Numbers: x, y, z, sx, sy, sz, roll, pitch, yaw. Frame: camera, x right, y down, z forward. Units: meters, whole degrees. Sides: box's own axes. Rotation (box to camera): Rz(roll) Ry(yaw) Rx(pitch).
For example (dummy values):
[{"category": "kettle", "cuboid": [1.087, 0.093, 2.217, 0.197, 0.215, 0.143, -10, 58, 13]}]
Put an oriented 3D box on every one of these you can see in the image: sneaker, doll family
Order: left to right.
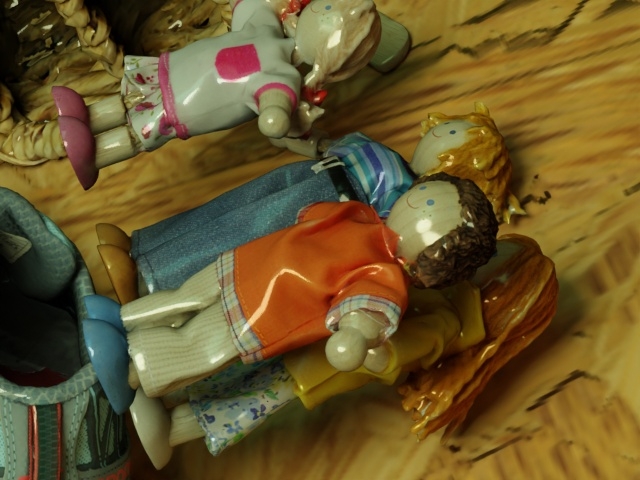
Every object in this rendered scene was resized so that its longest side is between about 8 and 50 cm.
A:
[{"category": "sneaker", "cuboid": [-0.122, 0.024, 0.682, 0.104, 0.125, 0.262, -5, 34, -23]}, {"category": "doll family", "cuboid": [0.000, 0.000, 0.660, 0.163, 0.118, 0.263, -20, 33, -1]}]

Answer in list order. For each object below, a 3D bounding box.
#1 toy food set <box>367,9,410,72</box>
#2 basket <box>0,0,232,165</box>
[{"category": "toy food set", "cuboid": [0.054, -0.174, 0.820, 0.192, 0.038, 0.132, -46, 44, -9]}, {"category": "basket", "cuboid": [-0.191, -0.156, 0.775, 0.213, 0.299, 0.223, -36, 44, 1]}]
